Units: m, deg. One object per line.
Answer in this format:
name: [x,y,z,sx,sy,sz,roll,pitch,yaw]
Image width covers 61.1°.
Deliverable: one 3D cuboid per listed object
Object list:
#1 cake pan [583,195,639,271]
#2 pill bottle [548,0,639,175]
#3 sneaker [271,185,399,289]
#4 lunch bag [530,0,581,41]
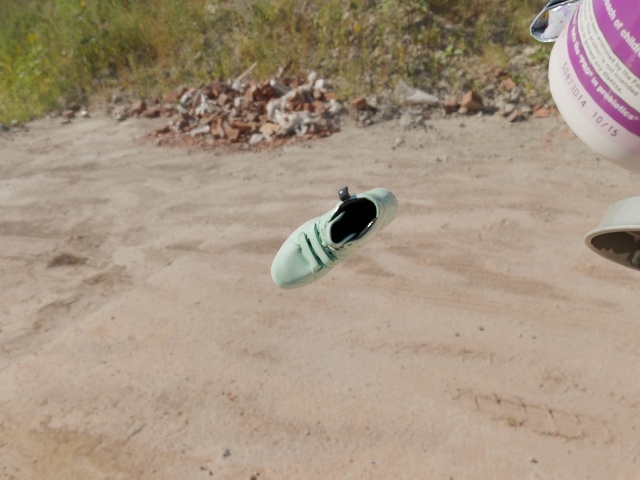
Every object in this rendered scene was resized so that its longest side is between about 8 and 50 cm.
cake pan: [0.509,0.008,0.709,0.293,0.054,0.293,17,-6,2]
pill bottle: [0.269,-0.173,0.292,0.169,0.301,0.169,2,65,-4]
sneaker: [0.000,-0.001,0.862,0.256,0.094,0.151,-37,-7,17]
lunch bag: [0.313,-0.275,0.672,0.071,0.053,0.083,-17,13,-29]
